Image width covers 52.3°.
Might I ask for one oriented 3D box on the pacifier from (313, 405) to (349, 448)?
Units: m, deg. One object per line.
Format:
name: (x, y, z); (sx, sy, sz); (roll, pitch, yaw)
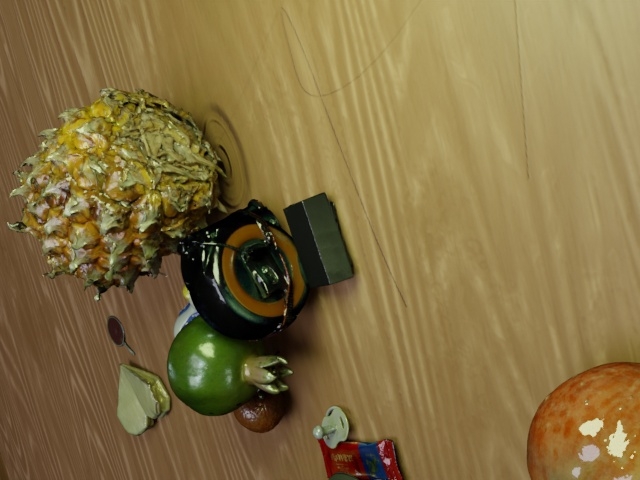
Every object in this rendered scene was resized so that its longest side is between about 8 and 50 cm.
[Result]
pacifier: (0.014, 0.332, 1.159); (0.083, 0.064, 0.068); (-49, 52, 42)

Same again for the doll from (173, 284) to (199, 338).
doll: (-0.230, 0.131, 1.287); (0.138, 0.119, 0.293); (-101, 29, -45)

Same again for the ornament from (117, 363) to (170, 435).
ornament: (-0.462, 0.386, 1.649); (0.201, 0.059, 0.180); (-46, 71, 40)

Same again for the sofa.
sofa: (0.000, 0.000, 1.070); (0.085, 0.060, 0.147); (-19, 90, 63)

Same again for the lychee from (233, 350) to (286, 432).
lychee: (-0.119, 0.304, 1.252); (0.101, 0.114, 0.140); (-8, 118, 22)

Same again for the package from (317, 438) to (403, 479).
package: (0.067, 0.390, 1.157); (0.200, 0.022, 0.083); (-17, 92, 48)

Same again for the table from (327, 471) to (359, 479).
table: (0.054, 0.487, 1.175); (0.134, 0.043, 0.133); (24, 129, 34)

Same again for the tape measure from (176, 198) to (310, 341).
tape measure: (-0.121, 0.056, 1.093); (0.135, 0.202, 0.222); (-35, 86, 48)

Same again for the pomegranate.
pomegranate: (-0.157, 0.221, 1.150); (0.225, 0.187, 0.186); (2, 106, 30)

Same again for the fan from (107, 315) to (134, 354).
fan: (-0.517, 0.251, 1.687); (0.133, 0.005, 0.085); (43, 129, 26)

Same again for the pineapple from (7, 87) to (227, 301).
pineapple: (-0.350, -0.090, 1.176); (0.300, 0.352, 0.352); (-32, 81, 36)

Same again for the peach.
peach: (0.354, 0.234, 0.722); (0.233, 0.233, 0.232); (17, 115, 40)
